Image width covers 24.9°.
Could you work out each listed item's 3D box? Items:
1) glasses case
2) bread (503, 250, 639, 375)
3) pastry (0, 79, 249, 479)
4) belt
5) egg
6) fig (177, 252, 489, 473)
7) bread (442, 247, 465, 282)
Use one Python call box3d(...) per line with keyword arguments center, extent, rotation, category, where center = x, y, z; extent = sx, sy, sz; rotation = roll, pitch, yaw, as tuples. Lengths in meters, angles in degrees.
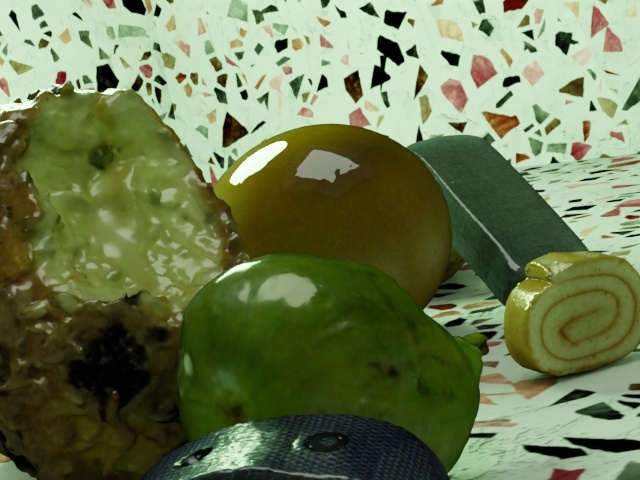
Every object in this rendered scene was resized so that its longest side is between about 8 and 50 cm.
box3d(center=(0.225, -0.030, 1.889), extent=(0.131, 0.074, 0.323), rotation=(-8, 39, -24), category="glasses case")
box3d(center=(0.258, 0.071, 1.485), extent=(0.149, 0.122, 0.073), rotation=(-13, 5, -18), category="bread")
box3d(center=(-0.237, 0.062, 1.379), extent=(0.292, 0.405, 0.337), rotation=(-6, -37, -34), category="pastry")
box3d(center=(-0.029, 0.199, 0.953), extent=(0.230, 0.139, 0.126), rotation=(-8, 14, 12), category="belt")
box3d(center=(0.000, 0.000, 1.784), extent=(0.283, 0.282, 0.351), rotation=(-18, 1, -42), category="egg")
box3d(center=(0.043, 0.109, 1.167), extent=(0.314, 0.233, 0.233), rotation=(-9, 6, -22), category="fig")
box3d(center=(0.061, -0.021, 2.152), extent=(0.358, 0.204, 0.337), rotation=(-8, 3, 34), category="bread")
